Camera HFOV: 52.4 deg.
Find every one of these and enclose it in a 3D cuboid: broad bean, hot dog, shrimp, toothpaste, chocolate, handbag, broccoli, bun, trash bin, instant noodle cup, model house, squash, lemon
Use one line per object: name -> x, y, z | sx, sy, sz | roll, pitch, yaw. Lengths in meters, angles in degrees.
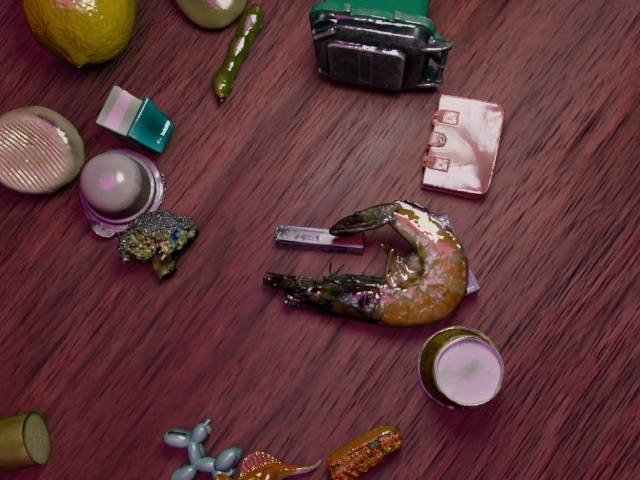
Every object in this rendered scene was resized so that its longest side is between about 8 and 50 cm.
broad bean -> -0.196, -0.438, 1.524 | 0.052, 0.053, 0.256 | 26, 84, -30
hot dog -> 0.090, 0.451, 1.367 | 0.188, 0.055, 0.072 | -32, 82, -1
shrimp -> 0.086, 0.054, 1.377 | 0.445, 0.085, 0.272 | -2, 98, 16
toothpaste -> 0.000, 0.000, 1.449 | 0.196, 0.047, 0.040 | 5, 68, 6
chocolate -> -0.467, -0.119, 1.452 | 0.221, 0.147, 0.221 | 0, 87, 6
handbag -> 0.311, -0.208, 1.444 | 0.157, 0.059, 0.212 | 13, 84, 6
broccoli -> -0.357, 0.011, 1.444 | 0.155, 0.167, 0.160 | -5, 111, 35
bun -> -0.650, -0.208, 1.498 | 0.223, 0.127, 0.222 | -1, 105, -4
trash bin -> 0.155, -0.541, 1.410 | 0.295, 0.259, 0.381 | 11, 80, 6
instant noodle cup -> 0.293, 0.264, 1.333 | 0.182, 0.144, 0.182 | -1, 82, 4
broad bean -> -0.267, -0.628, 1.537 | 0.189, 0.121, 0.263 | -20, 95, -3
model house -> -0.405, -0.265, 1.477 | 0.149, 0.127, 0.100 | 25, 85, 11
squash -> -0.691, 0.440, 1.403 | 0.187, 0.123, 0.123 | -10, 81, 2
lemon -> -0.542, -0.533, 1.470 | 0.268, 0.267, 0.267 | -1, 82, 5

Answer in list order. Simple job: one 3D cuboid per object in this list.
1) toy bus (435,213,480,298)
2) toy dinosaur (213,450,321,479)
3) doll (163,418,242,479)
toy bus -> 0.280, 0.034, 1.402 | 0.064, 0.075, 0.190 | -22, 81, 2
toy dinosaur -> -0.117, 0.496, 1.371 | 0.142, 0.057, 0.212 | 45, 57, 9
doll -> -0.248, 0.467, 1.391 | 0.159, 0.059, 0.159 | -18, 79, 2
